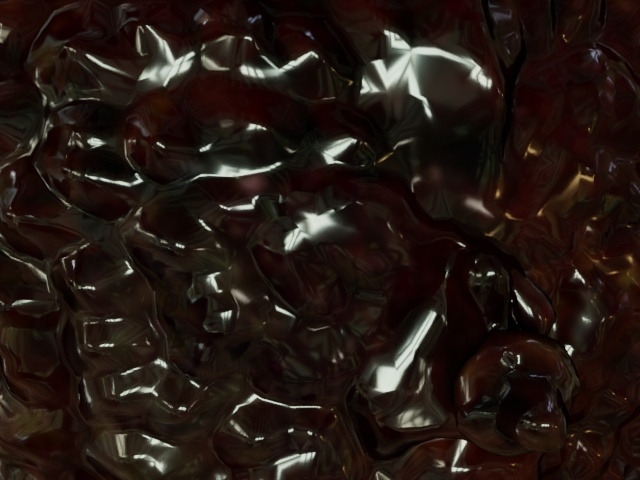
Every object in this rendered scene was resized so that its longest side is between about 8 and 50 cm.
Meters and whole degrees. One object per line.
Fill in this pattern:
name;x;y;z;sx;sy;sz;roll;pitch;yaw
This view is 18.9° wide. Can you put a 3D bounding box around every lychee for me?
lychee;0.000;0.000;0.881;0.425;0.424;0.500;-24;28;-16
